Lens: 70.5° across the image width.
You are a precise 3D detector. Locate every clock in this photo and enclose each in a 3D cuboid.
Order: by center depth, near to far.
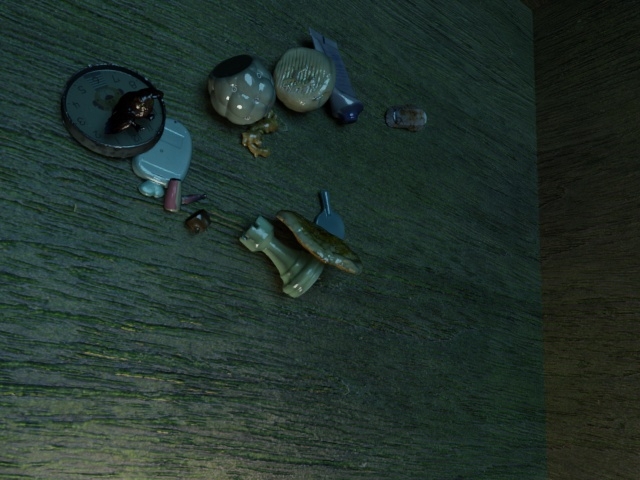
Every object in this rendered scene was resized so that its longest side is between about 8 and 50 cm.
[{"bbox_3d":[-0.650,-0.416,1.436,0.313,0.061,0.312,9,69,-25],"label":"clock"}]

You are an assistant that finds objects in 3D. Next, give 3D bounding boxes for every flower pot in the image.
[{"bbox_3d":[-0.282,-0.542,1.641,0.246,0.246,0.195,-54,142,-30],"label":"flower pot"}]

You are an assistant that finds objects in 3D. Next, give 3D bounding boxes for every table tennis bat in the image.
[{"bbox_3d":[0.034,-0.090,1.884,0.153,0.040,0.244,-9,89,-37],"label":"table tennis bat"}]

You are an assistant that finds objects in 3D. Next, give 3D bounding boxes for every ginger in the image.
[{"bbox_3d":[-0.230,-0.421,1.762,0.176,0.052,0.193,-12,88,-42],"label":"ginger"}]

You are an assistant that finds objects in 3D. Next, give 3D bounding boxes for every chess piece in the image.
[{"bbox_3d":[-0.147,0.048,1.650,0.299,0.194,0.194,41,59,-10],"label":"chess piece"}]

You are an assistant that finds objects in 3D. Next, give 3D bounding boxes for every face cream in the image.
[{"bbox_3d":[0.076,-0.715,1.994,0.235,0.137,0.420,-9,81,-56],"label":"face cream"}]

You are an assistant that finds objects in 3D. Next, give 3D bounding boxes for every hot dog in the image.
[{"bbox_3d":[0.427,-0.613,2.257,0.253,0.069,0.131,-8,93,-33],"label":"hot dog"}]

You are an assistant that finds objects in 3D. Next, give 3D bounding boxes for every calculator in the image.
[{"bbox_3d":[-0.530,-0.281,1.527,0.184,0.042,0.295,22,68,-29],"label":"calculator"}]

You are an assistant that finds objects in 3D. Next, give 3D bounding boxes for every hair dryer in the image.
[{"bbox_3d":[-0.456,-0.154,1.543,0.154,0.054,0.106,-2,112,-55],"label":"hair dryer"}]

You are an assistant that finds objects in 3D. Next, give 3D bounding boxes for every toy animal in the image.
[{"bbox_3d":[-0.555,-0.403,1.339,0.116,0.179,0.218,43,60,-10],"label":"toy animal"}]

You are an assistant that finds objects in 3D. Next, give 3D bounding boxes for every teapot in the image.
[{"bbox_3d":[-0.409,-0.063,1.551,0.068,0.076,0.121,59,25,-22],"label":"teapot"}]

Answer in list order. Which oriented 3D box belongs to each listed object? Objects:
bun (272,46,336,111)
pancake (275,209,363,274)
[{"bbox_3d":[-0.067,-0.649,1.847,0.273,0.168,0.273,-1,81,5],"label":"bun"},{"bbox_3d":[0.000,0.000,1.645,0.387,0.387,0.082,29,100,-27],"label":"pancake"}]
